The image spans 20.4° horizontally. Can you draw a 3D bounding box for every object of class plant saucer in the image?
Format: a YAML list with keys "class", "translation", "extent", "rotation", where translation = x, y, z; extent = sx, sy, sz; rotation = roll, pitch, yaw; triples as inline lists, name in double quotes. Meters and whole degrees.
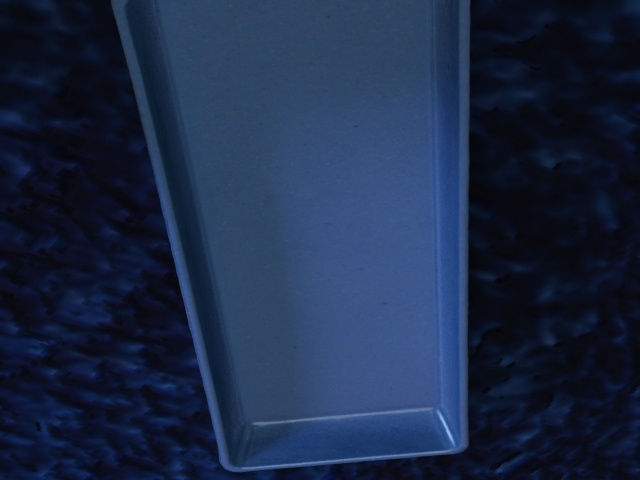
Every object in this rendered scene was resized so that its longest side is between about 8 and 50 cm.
- class: "plant saucer"
  translation: [0.000, 0.000, 0.406]
  extent: [0.067, 0.018, 0.192]
  rotation: [-5, 146, 1]
